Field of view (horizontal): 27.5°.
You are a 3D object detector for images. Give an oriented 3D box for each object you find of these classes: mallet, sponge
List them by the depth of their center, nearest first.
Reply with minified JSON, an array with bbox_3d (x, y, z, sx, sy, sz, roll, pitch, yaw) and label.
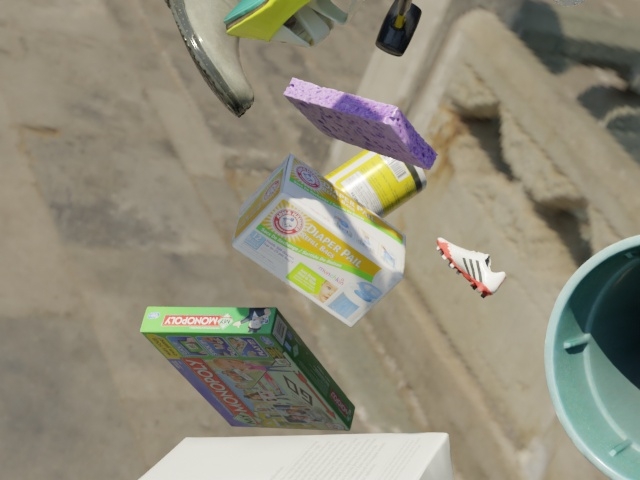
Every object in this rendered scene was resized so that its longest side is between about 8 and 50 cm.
[{"bbox_3d":[0.087,-0.243,1.434,0.039,0.062,0.189,24,3,2],"label":"mallet"},{"bbox_3d":[0.053,-0.158,1.760,0.210,0.031,0.117,22,-14,44],"label":"sponge"}]

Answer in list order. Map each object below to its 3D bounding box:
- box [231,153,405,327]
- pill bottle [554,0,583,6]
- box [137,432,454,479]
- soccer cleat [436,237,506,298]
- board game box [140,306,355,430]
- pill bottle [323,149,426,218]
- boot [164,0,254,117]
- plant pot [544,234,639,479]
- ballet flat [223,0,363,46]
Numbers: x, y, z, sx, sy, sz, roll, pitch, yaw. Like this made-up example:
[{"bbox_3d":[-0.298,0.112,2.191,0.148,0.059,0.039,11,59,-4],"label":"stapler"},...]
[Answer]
[{"bbox_3d":[0.000,0.000,1.717,0.203,0.114,0.103,34,30,-16],"label":"box"},{"bbox_3d":[0.253,-0.354,1.528,0.180,0.108,0.108,31,21,-36],"label":"pill bottle"},{"bbox_3d":[-0.022,0.353,1.517,0.345,0.215,0.168,-5,11,22],"label":"box"},{"bbox_3d":[0.149,0.021,1.295,0.083,0.035,0.029,46,-2,31],"label":"soccer cleat"},{"bbox_3d":[-0.102,0.195,1.951,0.213,0.317,0.046,-2,57,25],"label":"board game box"},{"bbox_3d":[0.069,-0.082,2.261,0.208,0.119,0.119,-34,53,-10],"label":"pill bottle"},{"bbox_3d":[-0.084,-0.266,1.405,0.161,0.083,0.247,-26,71,-1],"label":"boot"},{"bbox_3d":[0.525,0.146,1.754,0.341,0.341,0.334,39,24,25],"label":"plant pot"},{"bbox_3d":[-0.011,-0.210,1.126,0.077,0.231,0.077,46,59,-9],"label":"ballet flat"}]
